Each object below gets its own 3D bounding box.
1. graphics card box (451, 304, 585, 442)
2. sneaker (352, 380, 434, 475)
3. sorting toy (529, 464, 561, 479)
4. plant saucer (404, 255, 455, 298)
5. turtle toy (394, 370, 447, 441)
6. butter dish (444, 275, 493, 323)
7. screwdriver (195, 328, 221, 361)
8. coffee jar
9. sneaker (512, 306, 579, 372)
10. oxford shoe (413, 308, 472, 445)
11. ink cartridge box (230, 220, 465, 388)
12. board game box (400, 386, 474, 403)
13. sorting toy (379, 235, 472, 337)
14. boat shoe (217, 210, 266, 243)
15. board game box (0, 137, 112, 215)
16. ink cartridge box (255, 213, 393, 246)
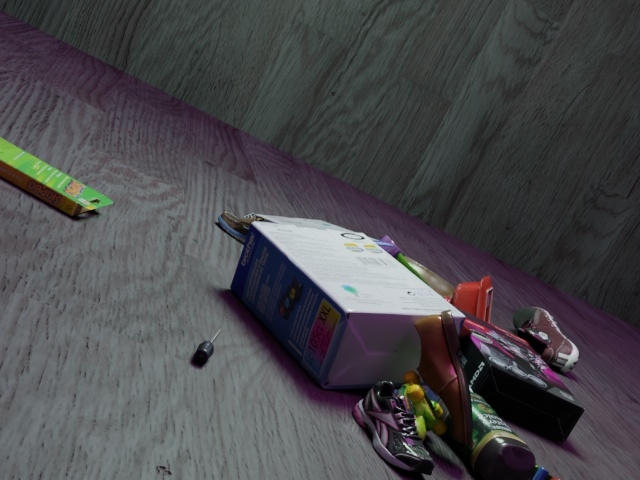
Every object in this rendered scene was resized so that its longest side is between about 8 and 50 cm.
[{"bbox_3d":[0.383,0.271,1.927,0.233,0.094,0.371,26,12,-12],"label":"graphics card box"},{"bbox_3d":[0.111,0.267,1.319,0.072,0.077,0.178,18,16,-39],"label":"sneaker"},{"bbox_3d":[0.364,0.398,1.467,0.061,0.042,0.102,40,-9,-33],"label":"sorting toy"},{"bbox_3d":[0.233,0.097,2.457,0.310,0.050,0.310,27,10,-5],"label":"plant saucer"},{"bbox_3d":[0.147,0.270,1.409,0.095,0.066,0.130,55,10,-15],"label":"turtle toy"},{"bbox_3d":[0.371,0.167,2.307,0.118,0.160,0.160,7,5,19],"label":"butter dish"},{"bbox_3d":[-0.165,0.150,1.335,0.025,0.024,0.170,-1,7,-2],"label":"screwdriver"},{"bbox_3d":[0.262,0.318,1.454,0.096,0.079,0.184,22,13,-29],"label":"coffee jar"},{"bbox_3d":[0.577,0.248,2.481,0.162,0.106,0.281,19,15,-28],"label":"sneaker"},{"bbox_3d":[0.194,0.220,1.418,0.076,0.076,0.212,54,23,-69],"label":"oxford shoe"},{"bbox_3d":[0.025,0.093,1.606,0.270,0.151,0.395,6,24,-37],"label":"ink cartridge box"},{"bbox_3d":[0.206,0.256,1.700,0.160,0.039,0.211,26,12,-14],"label":"board game box"},{"bbox_3d":[0.184,0.125,1.962,0.127,0.126,0.365,45,4,-38],"label":"sorting toy"},{"bbox_3d":[-0.149,-0.024,2.015,0.183,0.066,0.066,34,12,24],"label":"boat shoe"},{"bbox_3d":[-0.509,-0.114,1.630,0.259,0.039,0.124,26,12,4],"label":"board game box"},{"bbox_3d":[0.000,0.000,2.030,0.186,0.065,0.311,4,7,-33],"label":"ink cartridge box"}]
